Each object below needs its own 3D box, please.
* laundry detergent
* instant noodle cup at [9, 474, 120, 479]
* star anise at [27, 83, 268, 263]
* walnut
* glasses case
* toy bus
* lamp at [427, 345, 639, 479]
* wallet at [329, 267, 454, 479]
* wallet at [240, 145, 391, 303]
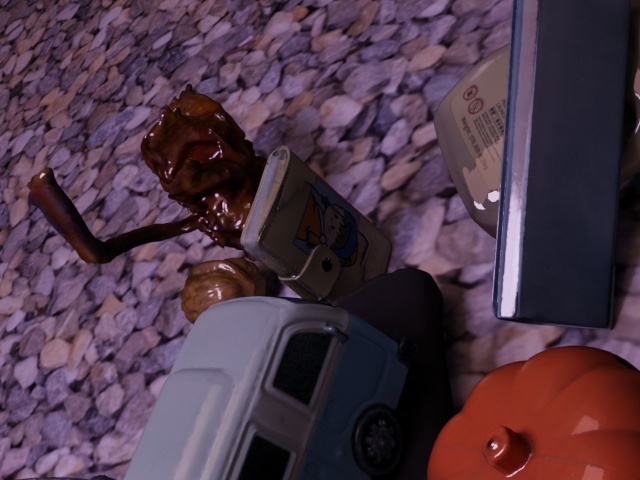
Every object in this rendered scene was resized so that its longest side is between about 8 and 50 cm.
[{"bbox_3d":[0.224,-0.117,0.925,0.253,0.091,0.181,-34,46,24],"label":"laundry detergent"},{"bbox_3d":[-0.229,0.337,0.938,0.217,0.217,0.207,-30,46,29],"label":"instant noodle cup"},{"bbox_3d":[-0.142,-0.058,1.121,0.148,0.346,0.237,-48,67,32],"label":"star anise"},{"bbox_3d":[-0.100,0.056,1.157,0.096,0.083,0.079,-18,18,42],"label":"walnut"},{"bbox_3d":[0.174,-0.069,0.844,0.056,0.105,0.266,-4,79,58],"label":"glasses case"},{"bbox_3d":[-0.050,0.164,0.804,0.133,0.164,0.271,-7,54,46],"label":"toy bus"},{"bbox_3d":[0.152,0.157,0.689,0.187,0.164,0.188,-28,43,29],"label":"lamp"},{"bbox_3d":[0.019,0.222,0.872,0.228,0.062,0.406,-32,38,26],"label":"wallet"},{"bbox_3d":[0.000,0.000,1.020,0.039,0.155,0.110,-11,51,43],"label":"wallet"}]
